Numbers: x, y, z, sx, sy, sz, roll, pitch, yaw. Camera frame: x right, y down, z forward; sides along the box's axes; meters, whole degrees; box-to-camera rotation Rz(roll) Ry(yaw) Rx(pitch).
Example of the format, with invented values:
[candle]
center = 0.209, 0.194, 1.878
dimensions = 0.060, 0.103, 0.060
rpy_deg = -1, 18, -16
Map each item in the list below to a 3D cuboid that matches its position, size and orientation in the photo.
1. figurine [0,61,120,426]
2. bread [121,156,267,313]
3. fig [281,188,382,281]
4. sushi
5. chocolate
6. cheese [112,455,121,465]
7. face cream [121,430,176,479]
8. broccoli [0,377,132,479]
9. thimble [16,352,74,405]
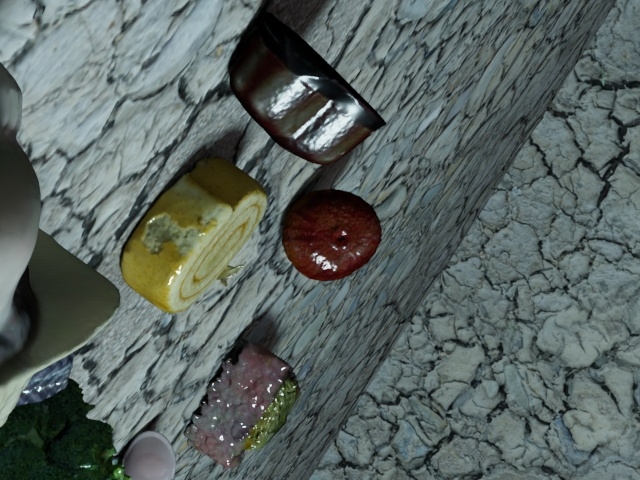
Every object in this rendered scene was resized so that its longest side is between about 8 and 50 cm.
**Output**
[figurine]
center = -0.204, -0.039, 0.526
dimensions = 0.205, 0.185, 0.332
rpy_deg = -17, 135, -14
[bread]
center = -0.111, -0.004, 1.121
dimensions = 0.149, 0.073, 0.122
rpy_deg = -52, 166, -9
[fig]
center = -0.001, 0.006, 1.495
dimensions = 0.119, 0.119, 0.153
rpy_deg = -43, 179, -40
[sushi]
center = -0.087, 0.215, 1.740
dimensions = 0.161, 0.107, 0.241
rpy_deg = -42, 163, -57
[chocolate]
center = -0.028, -0.130, 1.060
dimensions = 0.080, 0.125, 0.149
rpy_deg = -47, 132, 9
[cheese]
center = -0.274, 0.317, 1.488
dimensions = 0.120, 0.026, 0.067
rpy_deg = -64, 171, 0
[face cream]
center = -0.242, 0.355, 1.583
dimensions = 0.269, 0.073, 0.107
rpy_deg = 115, -18, -46
[broccoli]
center = -0.225, 0.227, 0.943
dimensions = 0.270, 0.270, 0.270
rpy_deg = 29, 100, -33
[thimble]
center = -0.225, 0.065, 0.855
dimensions = 0.104, 0.095, 0.066
rpy_deg = 5, 117, -34
